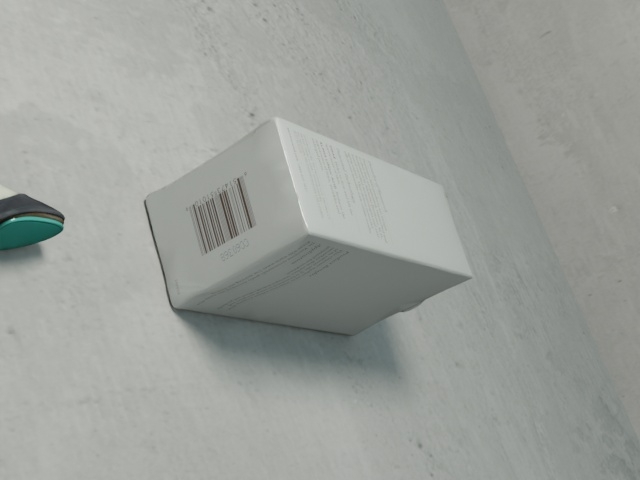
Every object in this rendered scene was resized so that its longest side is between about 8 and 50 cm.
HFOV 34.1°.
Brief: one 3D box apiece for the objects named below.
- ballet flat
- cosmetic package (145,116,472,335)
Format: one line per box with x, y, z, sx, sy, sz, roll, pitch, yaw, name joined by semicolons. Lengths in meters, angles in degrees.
-0.319;-0.023;0.962;0.203;0.074;0.074;-19;81;-59;ballet flat
0.000;0.000;1.312;0.385;0.217;0.156;15;53;-55;cosmetic package
